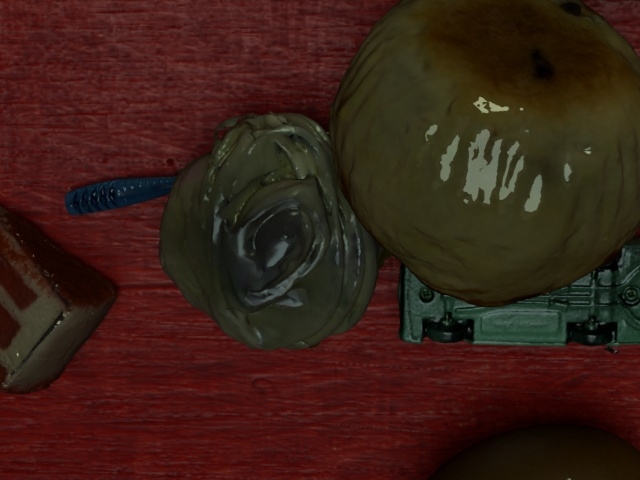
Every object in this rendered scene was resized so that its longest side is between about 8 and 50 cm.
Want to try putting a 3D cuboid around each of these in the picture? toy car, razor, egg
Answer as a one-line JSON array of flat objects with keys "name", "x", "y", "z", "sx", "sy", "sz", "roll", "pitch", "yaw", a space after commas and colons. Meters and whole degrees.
[{"name": "toy car", "x": 0.256, "y": 0.064, "z": 1.833, "sx": 0.321, "sy": 0.097, "sz": 0.141, "roll": 0, "pitch": 106, "yaw": 2}, {"name": "razor", "x": -0.198, "y": -0.071, "z": 1.849, "sx": 0.253, "sy": 0.042, "sz": 0.082, "roll": -10, "pitch": 106, "yaw": 7}, {"name": "egg", "x": 0.262, "y": 0.373, "z": 1.823, "sx": 0.351, "sy": 0.282, "sz": 0.282, "roll": -33, "pitch": 101, "yaw": 4}]

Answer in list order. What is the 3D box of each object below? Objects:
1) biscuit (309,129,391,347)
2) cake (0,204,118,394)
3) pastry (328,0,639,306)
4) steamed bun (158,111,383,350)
[{"name": "biscuit", "x": 0.000, "y": 0.000, "z": 1.865, "sx": 0.172, "sy": 0.029, "sz": 0.254, "roll": 36, "pitch": 104, "yaw": -6}, {"name": "cake", "x": -0.386, "y": 0.056, "z": 1.891, "sx": 0.158, "sy": 0.159, "sz": 0.262, "roll": -48, "pitch": 63, "yaw": 14}, {"name": "pastry", "x": 0.197, "y": -0.102, "z": 1.661, "sx": 0.388, "sy": 0.388, "sz": 0.312, "roll": 13, "pitch": 130, "yaw": -1}, {"name": "steamed bun", "x": -0.050, "y": 0.004, "z": 1.743, "sx": 0.280, "sy": 0.207, "sz": 0.268, "roll": 39, "pitch": 105, "yaw": -13}]
